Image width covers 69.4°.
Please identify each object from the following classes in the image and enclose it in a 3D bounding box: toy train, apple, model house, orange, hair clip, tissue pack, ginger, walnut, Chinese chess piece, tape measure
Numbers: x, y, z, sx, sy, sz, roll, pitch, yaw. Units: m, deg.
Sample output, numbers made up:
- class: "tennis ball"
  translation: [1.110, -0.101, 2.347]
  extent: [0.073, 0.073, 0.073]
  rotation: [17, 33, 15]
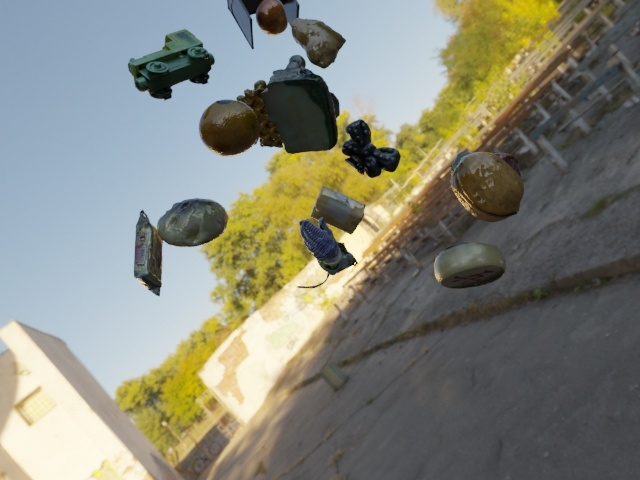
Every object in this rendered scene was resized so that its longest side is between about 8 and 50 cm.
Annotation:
- class: "toy train"
  translation: [-0.616, -0.712, 1.871]
  extent: [0.369, 0.237, 0.150]
  rotation: [-38, -21, -35]
- class: "apple"
  translation: [-0.207, -0.936, 1.938]
  extent: [0.146, 0.146, 0.146]
  rotation: [-43, -5, -5]
- class: "model house"
  translation: [-0.053, -0.529, 1.744]
  extent: [0.284, 0.243, 0.298]
  rotation: [-78, -21, -45]
- class: "orange"
  translation: [-0.353, -0.434, 1.783]
  extent: [0.236, 0.236, 0.236]
  rotation: [-43, -5, -5]
- class: "model house"
  translation: [0.423, -0.214, 1.377]
  extent: [0.083, 0.079, 0.066]
  rotation: [-53, -31, -18]
- class: "hair clip"
  translation: [0.226, -0.423, 2.228]
  extent: [0.206, 0.310, 0.194]
  rotation: [-49, -9, 14]
- class: "tissue pack"
  translation: [0.078, -0.131, 2.071]
  extent: [0.090, 0.222, 0.186]
  rotation: [-65, 2, -31]
- class: "ginger"
  translation: [-0.027, -0.677, 1.596]
  extent: [0.115, 0.193, 0.122]
  rotation: [-53, 12, 53]
- class: "walnut"
  translation: [0.396, -0.124, 1.097]
  extent: [0.144, 0.180, 0.144]
  rotation: [-42, -14, -13]
- class: "Chinese chess piece"
  translation: [0.541, 0.094, 1.682]
  extent: [0.250, 0.103, 0.250]
  rotation: [-4, -25, -2]
- class: "tape measure"
  translation: [0.003, 0.108, 2.035]
  extent: [0.330, 0.164, 0.084]
  rotation: [-28, 3, 38]

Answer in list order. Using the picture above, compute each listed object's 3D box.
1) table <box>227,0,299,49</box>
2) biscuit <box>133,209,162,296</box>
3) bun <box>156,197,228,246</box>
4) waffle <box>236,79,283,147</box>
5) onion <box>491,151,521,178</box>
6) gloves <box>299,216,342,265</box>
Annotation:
- class: "table"
  translation: [-0.266, -1.080, 2.120]
  extent: [0.251, 0.282, 0.196]
  rotation: [-23, -16, -15]
- class: "biscuit"
  translation: [-0.684, 0.052, 1.834]
  extent: [0.079, 0.309, 0.186]
  rotation: [-7, -29, 0]
- class: "bun"
  translation: [-0.482, -0.082, 1.762]
  extent: [0.273, 0.168, 0.273]
  rotation: [-7, 23, 3]
- class: "waffle"
  translation: [-0.219, -0.564, 2.087]
  extent: [0.302, 0.325, 0.068]
  rotation: [-8, 39, 7]
- class: "onion"
  translation: [0.612, -0.208, 1.669]
  extent: [0.230, 0.230, 0.163]
  rotation: [-43, 25, -10]
- class: "gloves"
  translation: [0.005, 0.003, 1.618]
  extent: [0.119, 0.229, 0.097]
  rotation: [-50, 33, -9]
